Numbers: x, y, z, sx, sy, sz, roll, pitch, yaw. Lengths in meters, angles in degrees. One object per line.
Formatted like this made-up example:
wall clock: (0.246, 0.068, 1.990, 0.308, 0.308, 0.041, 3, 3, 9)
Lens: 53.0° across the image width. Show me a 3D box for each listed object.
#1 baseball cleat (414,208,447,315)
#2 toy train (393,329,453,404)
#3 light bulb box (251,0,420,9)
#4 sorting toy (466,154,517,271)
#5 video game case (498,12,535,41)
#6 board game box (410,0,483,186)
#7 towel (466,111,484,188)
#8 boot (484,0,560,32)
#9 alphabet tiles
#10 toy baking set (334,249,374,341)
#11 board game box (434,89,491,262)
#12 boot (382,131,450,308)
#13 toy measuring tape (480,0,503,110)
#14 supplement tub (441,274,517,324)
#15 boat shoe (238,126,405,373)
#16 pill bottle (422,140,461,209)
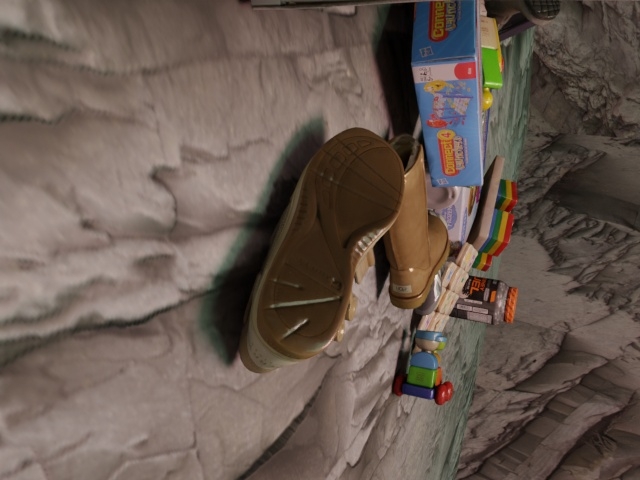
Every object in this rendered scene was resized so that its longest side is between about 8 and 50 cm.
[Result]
baseball cleat: (0.197, 0.041, 1.256, 0.109, 0.072, 0.205, 20, 75, -56)
toy train: (0.239, 0.265, 1.380, 0.248, 0.105, 0.143, 23, 76, -69)
light bulb box: (0.163, -0.333, 0.561, 0.361, 0.358, 0.225, -45, 138, -57)
sorting toy: (0.463, -0.054, 1.764, 0.257, 0.089, 0.255, 100, 9, -64)
video game case: (0.415, -0.559, 1.424, 0.026, 0.196, 0.274, 26, 70, -29)
board game box: (0.211, -0.292, 1.023, 0.308, 0.086, 0.301, 64, 30, -57)
towel: (0.273, -0.186, 1.286, 0.023, 0.113, 0.152, -6, 107, -36)
boot: (0.377, -0.459, 1.293, 0.161, 0.083, 0.246, 114, -30, -44)
alphabet tiles: (0.290, 0.142, 1.484, 0.284, 0.021, 0.278, -65, 159, -1)
toy baking set: (0.035, 0.032, 0.843, 0.256, 0.030, 0.196, 41, 60, -67)
board game box: (0.337, -0.164, 1.520, 0.318, 0.066, 0.318, -55, 148, -50)
boot: (0.154, -0.055, 1.050, 0.236, 0.089, 0.269, -68, 153, -47)
toy measuring tape: (0.294, -0.409, 1.290, 0.121, 0.121, 0.330, 30, 52, -69)
supplement tub: (0.405, 0.151, 1.656, 0.117, 0.190, 0.117, 8, 90, -70)
boat shoe: (0.000, 0.000, 0.658, 0.098, 0.109, 0.302, -43, -162, 50)
pill bottle: (0.227, -0.147, 1.194, 0.094, 0.094, 0.169, 77, 30, -46)
